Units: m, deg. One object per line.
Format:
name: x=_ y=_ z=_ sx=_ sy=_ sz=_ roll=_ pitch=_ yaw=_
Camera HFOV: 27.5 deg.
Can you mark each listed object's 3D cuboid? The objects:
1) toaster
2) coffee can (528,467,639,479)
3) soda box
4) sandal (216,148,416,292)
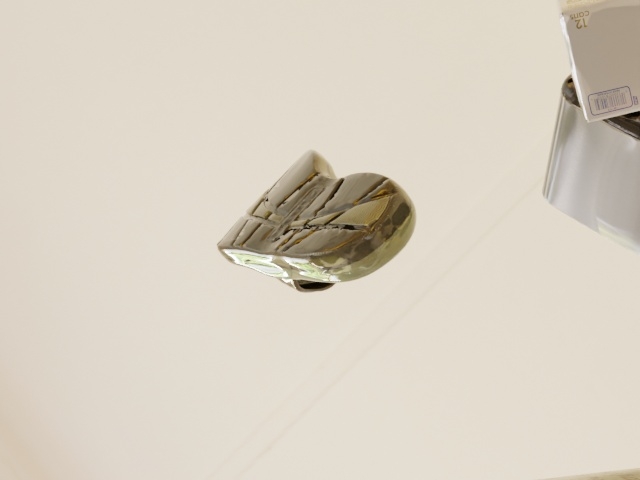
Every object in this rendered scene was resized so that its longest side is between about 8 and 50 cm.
toaster: x=0.258 y=-0.068 z=0.893 sx=0.168 sy=0.185 sz=0.110 roll=29 pitch=-43 yaw=24
coffee can: x=0.095 y=0.154 z=0.326 sx=0.201 sy=0.275 sz=0.201 roll=176 pitch=-90 yaw=-77
soda box: x=0.245 y=-0.131 z=0.734 sx=0.216 sy=0.074 sz=0.069 roll=-12 pitch=-70 yaw=12
sandal: x=-0.001 y=0.001 z=1.042 sx=0.086 sy=0.120 sz=0.303 roll=47 pitch=-7 yaw=-20
